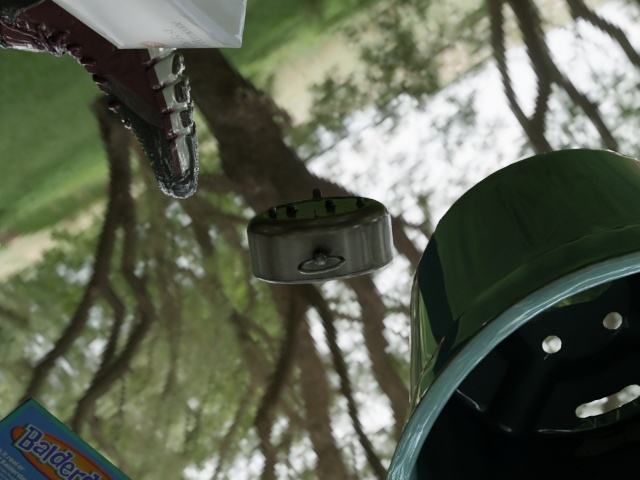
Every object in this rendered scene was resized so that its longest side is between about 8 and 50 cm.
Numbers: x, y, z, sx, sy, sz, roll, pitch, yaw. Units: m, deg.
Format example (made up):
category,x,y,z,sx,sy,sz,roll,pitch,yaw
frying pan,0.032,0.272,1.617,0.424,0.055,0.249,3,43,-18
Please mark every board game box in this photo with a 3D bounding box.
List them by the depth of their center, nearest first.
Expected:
category,x,y,z,sx,sy,sz,roll,pitch,yaw
board game box,-0.230,0.228,0.965,0.210,0.160,0.047,-39,163,-53

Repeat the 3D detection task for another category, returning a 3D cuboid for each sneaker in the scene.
category,x,y,z,sx,sy,sz,roll,pitch,yaw
sneaker,-0.211,-0.165,1.194,0.162,0.281,0.106,-13,-175,-1

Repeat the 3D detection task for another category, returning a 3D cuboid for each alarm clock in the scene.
category,x,y,z,sx,sy,sz,roll,pitch,yaw
alarm clock,0.000,0.000,1.132,0.129,0.064,0.192,-7,-165,0

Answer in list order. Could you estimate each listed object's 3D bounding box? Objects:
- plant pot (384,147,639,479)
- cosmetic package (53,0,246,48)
category,x,y,z,sx,sy,sz,roll,pitch,yaw
plant pot,0.200,0.103,0.861,0.341,0.341,0.334,-34,-163,11
cosmetic package,-0.132,-0.181,0.794,0.099,0.060,0.239,4,171,19
